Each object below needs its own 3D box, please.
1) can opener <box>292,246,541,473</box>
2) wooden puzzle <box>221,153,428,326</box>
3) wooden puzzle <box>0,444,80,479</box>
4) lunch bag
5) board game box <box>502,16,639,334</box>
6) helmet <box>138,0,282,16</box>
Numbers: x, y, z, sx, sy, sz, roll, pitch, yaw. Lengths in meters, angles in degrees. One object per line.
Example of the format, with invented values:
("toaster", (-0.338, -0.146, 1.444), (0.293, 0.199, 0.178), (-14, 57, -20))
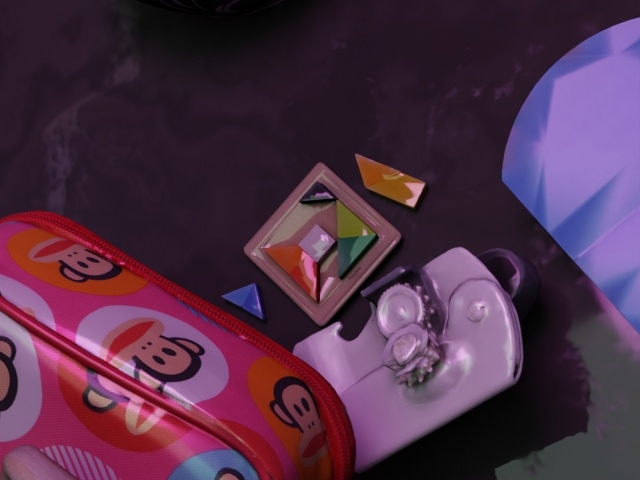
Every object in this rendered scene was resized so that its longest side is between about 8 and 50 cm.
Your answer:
("can opener", (-0.008, 0.099, 0.678), (0.280, 0.093, 0.074), (-33, 62, 21))
("wooden puzzle", (0.000, 0.000, 0.736), (0.078, 0.014, 0.116), (36, 91, 28))
("wooden puzzle", (-0.059, 0.297, 0.520), (0.322, 0.080, 0.348), (33, 118, 15))
("lunch bag", (-0.145, 0.143, 0.630), (0.258, 0.120, 0.293), (29, 113, 15))
("board game box", (0.177, -0.029, 0.657), (0.133, 0.033, 0.169), (-40, 69, 3))
("helmet", (-0.072, -0.213, 0.747), (0.169, 0.161, 0.169), (-7, 72, 22))
